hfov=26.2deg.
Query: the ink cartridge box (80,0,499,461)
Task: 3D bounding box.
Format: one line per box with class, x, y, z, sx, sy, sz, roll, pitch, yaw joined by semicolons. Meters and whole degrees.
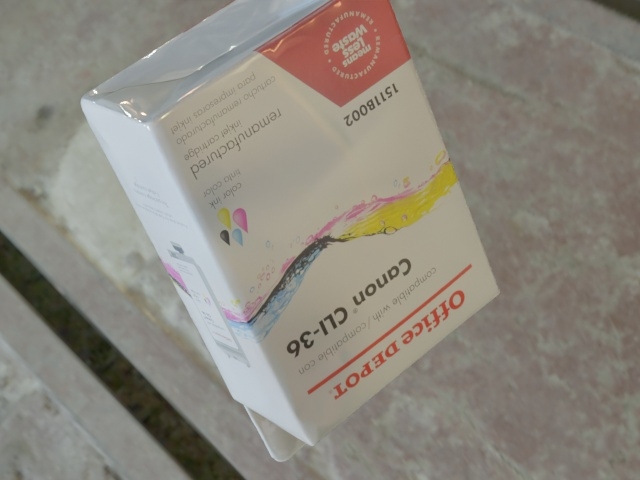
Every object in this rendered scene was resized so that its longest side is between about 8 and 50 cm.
ink cartridge box;0.000;0.000;0.576;0.115;0.198;0.067;-37;31;-21
